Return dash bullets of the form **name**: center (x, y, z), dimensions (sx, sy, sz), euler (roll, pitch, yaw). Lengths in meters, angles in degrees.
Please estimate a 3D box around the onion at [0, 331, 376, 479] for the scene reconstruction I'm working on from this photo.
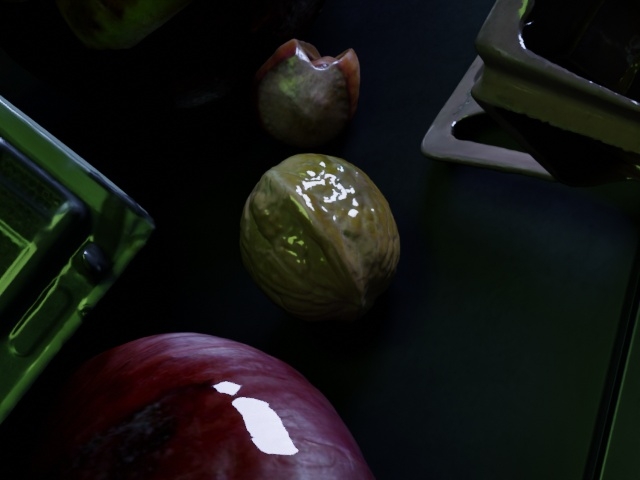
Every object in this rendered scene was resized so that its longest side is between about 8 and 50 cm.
- **onion**: center (-0.122, 0.215, 0.871), dimensions (0.347, 0.285, 0.348), euler (-15, 69, 44)

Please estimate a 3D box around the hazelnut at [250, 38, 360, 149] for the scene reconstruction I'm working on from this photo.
- **hazelnut**: center (-0.010, -0.107, 1.164), dimensions (0.086, 0.086, 0.086), euler (-24, 48, 29)

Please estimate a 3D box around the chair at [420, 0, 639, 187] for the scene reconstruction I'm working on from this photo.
- **chair**: center (0.154, -0.117, 0.933), dimensions (0.326, 0.183, 0.176), euler (25, 79, 48)

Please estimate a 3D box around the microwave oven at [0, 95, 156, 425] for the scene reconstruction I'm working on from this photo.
- **microwave oven**: center (-0.302, 0.068, 0.865), dimensions (0.394, 0.247, 0.333), euler (-52, 5, -3)

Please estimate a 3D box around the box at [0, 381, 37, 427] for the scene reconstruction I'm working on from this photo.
- **box**: center (-0.307, -0.065, 1.257), dimensions (0.115, 0.264, 0.415), euler (-10, 43, -9)

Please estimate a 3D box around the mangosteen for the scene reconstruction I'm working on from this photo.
- **mangosteen**: center (-0.129, -0.248, 1.183), dimensions (0.330, 0.330, 0.330), euler (-24, 48, 29)

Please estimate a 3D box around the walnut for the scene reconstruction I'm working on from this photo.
- **walnut**: center (0.000, 0.000, 1.056), dimensions (0.105, 0.105, 0.124), euler (-45, 49, 8)
